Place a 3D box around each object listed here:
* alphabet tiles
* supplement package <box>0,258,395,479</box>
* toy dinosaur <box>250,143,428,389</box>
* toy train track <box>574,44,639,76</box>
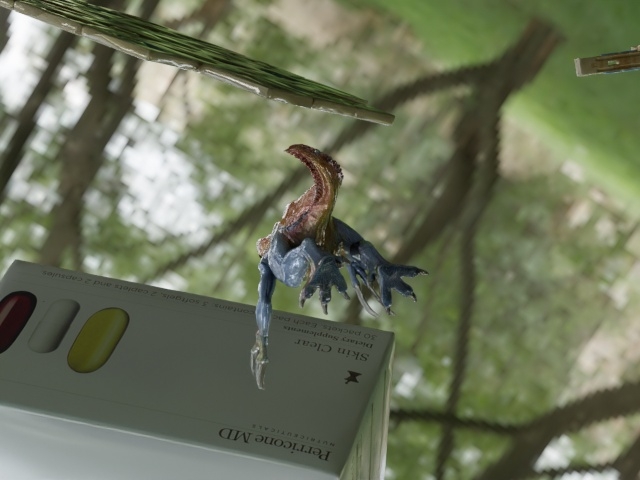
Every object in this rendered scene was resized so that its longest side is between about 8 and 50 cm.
[{"bbox_3d":[-0.128,-0.144,1.363,0.342,0.011,0.285,22,-171,28],"label":"alphabet tiles"},{"bbox_3d":[-0.098,0.153,1.246,0.262,0.204,0.145,10,-143,10],"label":"supplement package"},{"bbox_3d":[0.000,0.000,0.577,0.047,0.090,0.082,-12,-157,-20],"label":"toy dinosaur"},{"bbox_3d":[0.176,-0.102,1.097,0.083,0.048,0.014,-10,-179,-30],"label":"toy train track"}]
